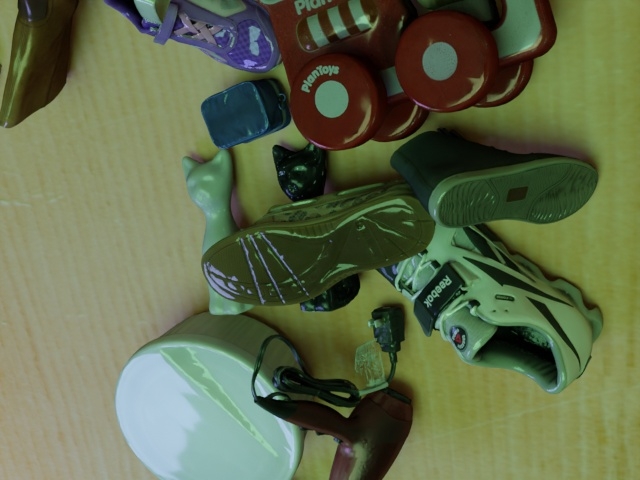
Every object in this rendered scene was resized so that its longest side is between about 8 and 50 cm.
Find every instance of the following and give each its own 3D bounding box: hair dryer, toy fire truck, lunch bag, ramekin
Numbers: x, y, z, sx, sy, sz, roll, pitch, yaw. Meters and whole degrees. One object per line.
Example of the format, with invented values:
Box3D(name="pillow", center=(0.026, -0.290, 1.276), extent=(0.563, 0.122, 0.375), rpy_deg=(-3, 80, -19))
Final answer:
Box3D(name="hair dryer", center=(0.017, 0.232, 1.404), extent=(0.080, 0.224, 0.293), rpy_deg=(26, 128, 62))
Box3D(name="toy fire truck", center=(0.079, -0.242, 1.145), extent=(0.302, 0.169, 0.253), rpy_deg=(-17, 91, 28))
Box3D(name="lunch bag", center=(-0.083, -0.154, 1.304), extent=(0.098, 0.065, 0.067), rpy_deg=(-17, 94, 30))
Box3D(name="ramekin", center=(-0.133, 0.219, 1.492), extent=(0.273, 0.127, 0.272), rpy_deg=(10, 121, 18))

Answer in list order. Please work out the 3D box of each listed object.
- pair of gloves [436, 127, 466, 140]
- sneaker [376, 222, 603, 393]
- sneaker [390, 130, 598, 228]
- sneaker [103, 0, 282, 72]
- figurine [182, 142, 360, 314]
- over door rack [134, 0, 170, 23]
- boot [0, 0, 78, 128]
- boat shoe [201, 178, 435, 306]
Box3D(name="pair of gloves", center=(0.145, -0.089, 1.278), extent=(0.074, 0.010, 0.083), rpy_deg=(44, 123, -5))
Box3D(name="sneaker", center=(0.167, 0.063, 1.272), extent=(0.331, 0.146, 0.122), rpy_deg=(28, 128, 8))
Box3D(name="sneaker", center=(0.193, -0.080, 1.199), extent=(0.118, 0.222, 0.083), rpy_deg=(53, 138, 46))
Box3D(name="sneaker", center=(-0.153, -0.257, 1.253), extent=(0.236, 0.104, 0.095), rpy_deg=(31, 123, 3))
Box3D(name="figurine", center=(-0.071, -0.020, 1.369), extent=(0.215, 0.092, 0.209), rpy_deg=(-4, 107, 24))
Box3D(name="over door rack", center=(-0.210, -0.366, 1.099), extent=(0.240, 0.324, 0.108), rpy_deg=(20, 153, 5))
Box3D(name="boot", center=(-0.340, -0.254, 1.235), extent=(0.096, 0.264, 0.280), rpy_deg=(24, 122, -4))
Box3D(name="boat shoe", center=(0.000, 0.000, 1.266), extent=(0.285, 0.089, 0.104), rpy_deg=(-14, 114, 17))
